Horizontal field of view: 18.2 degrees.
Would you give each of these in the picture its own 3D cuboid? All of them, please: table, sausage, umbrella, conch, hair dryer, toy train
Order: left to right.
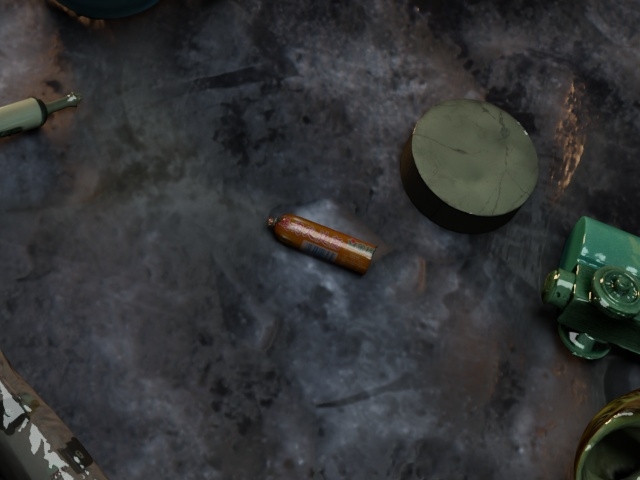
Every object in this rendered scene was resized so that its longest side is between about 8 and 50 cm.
[{"bbox_3d":[-0.300,-0.103,1.854,0.198,0.057,0.100,-23,74,-33],"label":"hair dryer"},{"bbox_3d":[-0.230,0.194,1.700,0.337,0.073,0.067,48,40,12],"label":"umbrella"},{"bbox_3d":[0.000,0.000,1.902,0.107,0.031,0.031,22,58,-6],"label":"sausage"},{"bbox_3d":[0.148,-0.074,1.983,0.133,0.043,0.133,8,61,-14],"label":"table"},{"bbox_3d":[0.335,0.062,1.946,0.248,0.101,0.159,21,45,-8],"label":"toy train"},{"bbox_3d":[0.329,0.216,1.845,0.187,0.124,0.181,-41,89,-7],"label":"conch"}]

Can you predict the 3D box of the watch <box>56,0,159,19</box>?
[{"bbox_3d":[-0.192,-0.304,1.934,0.193,0.211,0.211,-29,73,-7],"label":"watch"}]
